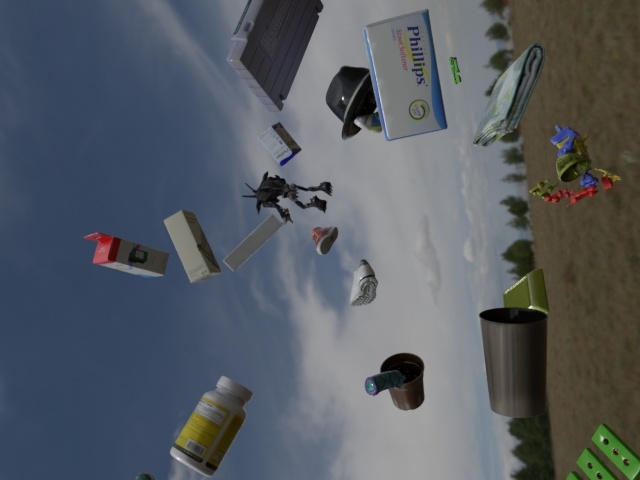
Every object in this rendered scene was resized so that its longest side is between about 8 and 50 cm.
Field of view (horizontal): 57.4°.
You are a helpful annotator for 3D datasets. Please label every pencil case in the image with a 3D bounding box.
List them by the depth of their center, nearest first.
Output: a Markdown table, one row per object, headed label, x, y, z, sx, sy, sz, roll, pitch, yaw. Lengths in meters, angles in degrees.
| label | x | y | z | sx | sy | sz | roll | pitch | yaw |
| --- | --- | --- | --- | --- | --- | --- | --- | --- | --- |
| pencil case | 0.224 | 0.496 | 2.034 | 0.152 | 0.064 | 0.070 | -2 | -124 | -40 |

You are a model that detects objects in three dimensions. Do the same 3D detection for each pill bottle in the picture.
| label | x | y | z | sx | sy | sz | roll | pitch | yaw |
| --- | --- | --- | --- | --- | --- | --- | --- | --- | --- |
| pill bottle | -0.395 | 0.687 | 2.184 | 0.334 | 0.188 | 0.188 | -59 | -34 | -21 |

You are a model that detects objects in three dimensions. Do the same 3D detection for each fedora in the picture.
| label | x | y | z | sx | sy | sz | roll | pitch | yaw |
| --- | --- | --- | --- | --- | --- | --- | --- | --- | --- |
| fedora | 0.114 | -0.528 | 2.112 | 0.334 | 0.153 | 0.334 | -54 | -10 | -14 |

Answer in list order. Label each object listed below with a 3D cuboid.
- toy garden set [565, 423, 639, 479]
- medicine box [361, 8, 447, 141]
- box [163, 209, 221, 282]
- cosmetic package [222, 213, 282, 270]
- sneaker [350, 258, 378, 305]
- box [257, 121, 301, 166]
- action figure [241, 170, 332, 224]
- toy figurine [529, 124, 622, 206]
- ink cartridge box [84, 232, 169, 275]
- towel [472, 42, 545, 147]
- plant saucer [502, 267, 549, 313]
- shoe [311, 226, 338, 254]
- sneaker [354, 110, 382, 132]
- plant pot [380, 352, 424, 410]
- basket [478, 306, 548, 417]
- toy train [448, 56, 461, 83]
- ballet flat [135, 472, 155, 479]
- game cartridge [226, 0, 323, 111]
| label | x | y | z | sx | sy | sz | roll | pitch | yaw |
| --- | --- | --- | --- | --- | --- | --- | --- | --- | --- |
| toy garden set | 0.586 | 0.525 | 1.151 | 0.204 | 0.049 | 0.244 | 54 | 132 | 53 |
| medicine box | 0.198 | -0.405 | 1.421 | 0.289 | 0.149 | 0.263 | -80 | -24 | -70 |
| box | -0.495 | 0.024 | 2.270 | 0.275 | 0.094 | 0.113 | 64 | -168 | 8 |
| cosmetic package | -0.244 | 0.010 | 2.093 | 0.060 | 0.239 | 0.099 | 46 | 169 | -4 |
| sneaker | 0.152 | 0.162 | 2.119 | 0.235 | 0.090 | 0.094 | 107 | 148 | -54 |
| box | -0.146 | -0.352 | 2.125 | 0.137 | 0.072 | 0.126 | 51 | -160 | -8 |
| action figure | -0.107 | -0.134 | 1.886 | 0.141 | 0.276 | 0.164 | 67 | -149 | -57 |
| toy figurine | 0.731 | -0.252 | 1.764 | 0.363 | 0.191 | 0.217 | 6 | -119 | -46 |
| ink cartridge box | -0.604 | 0.048 | 1.798 | 0.231 | 0.134 | 0.078 | 20 | -108 | -35 |
| towel | 0.760 | -0.577 | 2.382 | 0.320 | 0.090 | 0.374 | 145 | 150 | -81 |
| plant saucer | 0.680 | 0.204 | 1.975 | 0.188 | 0.045 | 0.188 | -53 | 19 | 45 |
| shoe | 0.000 | 0.000 | 2.189 | 0.178 | 0.081 | 0.063 | -52 | -42 | -55 |
| sneaker | 0.228 | -0.447 | 2.068 | 0.240 | 0.091 | 0.126 | -2 | -58 | -37 |
| plant pot | 0.321 | 0.540 | 2.206 | 0.167 | 0.167 | 0.165 | -69 | -31 | -53 |
| basket | 0.460 | 0.286 | 1.381 | 0.204 | 0.154 | 0.226 | -27 | -66 | -81 |
| toy train | 0.407 | -0.514 | 1.761 | 0.017 | 0.024 | 0.083 | -24 | -78 | -53 |
| ballet flat | -0.527 | 0.833 | 1.852 | 0.067 | 0.073 | 0.206 | 89 | 164 | -82 |
| game cartridge | -0.112 | -0.546 | 1.513 | 0.230 | 0.068 | 0.355 | 41 | -116 | -53 |
